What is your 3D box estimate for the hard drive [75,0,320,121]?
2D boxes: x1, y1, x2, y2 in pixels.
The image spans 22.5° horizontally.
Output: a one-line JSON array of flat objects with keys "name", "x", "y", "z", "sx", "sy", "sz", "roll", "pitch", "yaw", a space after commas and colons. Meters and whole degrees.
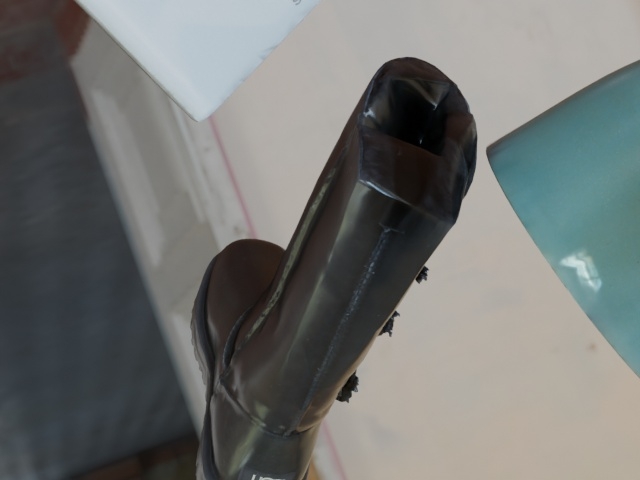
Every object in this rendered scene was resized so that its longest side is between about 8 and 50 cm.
[{"name": "hard drive", "x": -0.120, "y": -0.280, "z": 1.254, "sx": 0.233, "sy": 0.047, "sz": 0.353, "roll": -46, "pitch": 134, "yaw": -2}]

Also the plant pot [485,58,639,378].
[{"name": "plant pot", "x": 0.327, "y": -0.037, "z": 1.419, "sx": 0.235, "sy": 0.293, "sz": 0.293, "roll": -37, "pitch": 166, "yaw": 13}]

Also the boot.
[{"name": "boot", "x": 0.000, "y": 0.002, "z": 1.522, "sx": 0.146, "sy": 0.367, "sz": 0.445, "roll": 9, "pitch": 132, "yaw": -15}]
